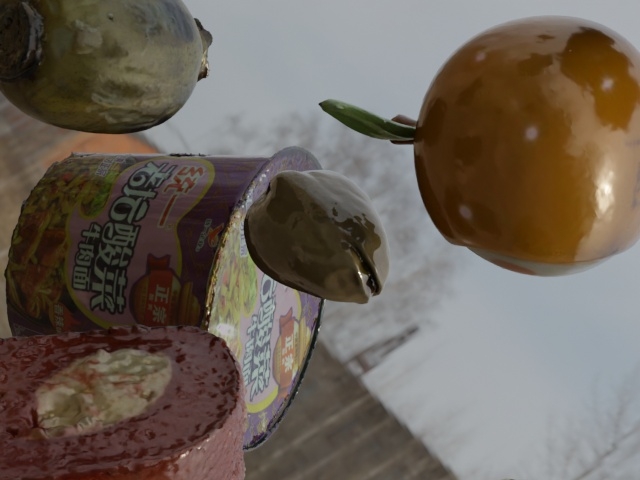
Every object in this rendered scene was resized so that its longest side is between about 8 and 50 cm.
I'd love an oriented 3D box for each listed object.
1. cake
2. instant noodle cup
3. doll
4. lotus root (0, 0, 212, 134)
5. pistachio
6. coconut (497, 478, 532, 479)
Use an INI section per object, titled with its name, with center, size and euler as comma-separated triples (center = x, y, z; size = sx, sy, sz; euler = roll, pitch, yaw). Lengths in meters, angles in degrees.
[cake]
center = -0.194, 0.173, 1.163
size = 0.177, 0.283, 0.150
euler = -105, -162, -49
[instant noodle cup]
center = -0.168, 0.042, 1.572
size = 0.266, 0.339, 0.339
euler = 11, -31, 19
[doll]
center = 0.142, -0.079, 1.111
size = 0.236, 0.213, 0.213
euler = 14, -34, 27
[lotus root]
center = -0.178, -0.169, 1.283
size = 0.154, 0.154, 0.278
euler = 56, 25, 16
[pistachio]
center = 0.000, 0.000, 1.219
size = 0.126, 0.108, 0.185
euler = 64, -11, -18
[coconut]
center = 0.133, 0.253, 0.916
size = 0.194, 0.194, 0.194
euler = 56, -10, 15
